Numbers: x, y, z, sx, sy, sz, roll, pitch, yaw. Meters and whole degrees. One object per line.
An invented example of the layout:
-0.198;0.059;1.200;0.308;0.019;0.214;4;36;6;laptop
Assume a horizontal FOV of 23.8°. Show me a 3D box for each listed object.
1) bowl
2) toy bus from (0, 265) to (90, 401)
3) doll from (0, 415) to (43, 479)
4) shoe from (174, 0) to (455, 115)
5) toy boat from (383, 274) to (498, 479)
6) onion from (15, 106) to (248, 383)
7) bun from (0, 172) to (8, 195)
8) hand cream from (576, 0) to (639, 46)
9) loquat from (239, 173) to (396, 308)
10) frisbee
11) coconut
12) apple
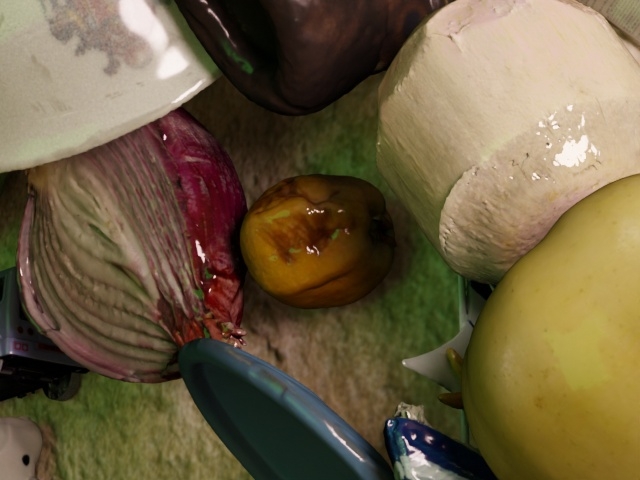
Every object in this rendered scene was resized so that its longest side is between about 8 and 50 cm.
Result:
-0.246;-0.275;1.420;0.435;0.196;0.435;-17;36;13;bowl
-0.384;0.122;1.656;0.292;0.125;0.133;-20;65;38;toy bus
-0.340;0.268;1.590;0.107;0.110;0.181;-35;60;34;doll
-0.047;-0.298;1.264;0.171;0.237;0.384;-16;100;53;shoe
0.119;0.118;1.150;0.067;0.220;0.291;-30;41;30;toy boat
-0.134;0.021;1.424;0.348;0.159;0.267;46;124;32;onion
-0.438;-0.115;1.735;0.220;0.134;0.220;28;138;29;bun
0.233;-0.204;1.217;0.165;0.037;0.057;42;109;33;hand cream
0.000;0.000;1.320;0.137;0.137;0.113;-36;29;32;loquat
0.003;0.174;1.202;0.049;0.289;0.289;-45;43;-19;frisbee
0.145;-0.089;1.142;0.224;0.224;0.234;-42;50;29;coconut
0.222;0.090;0.997;0.262;0.262;0.262;-12;72;41;apple
